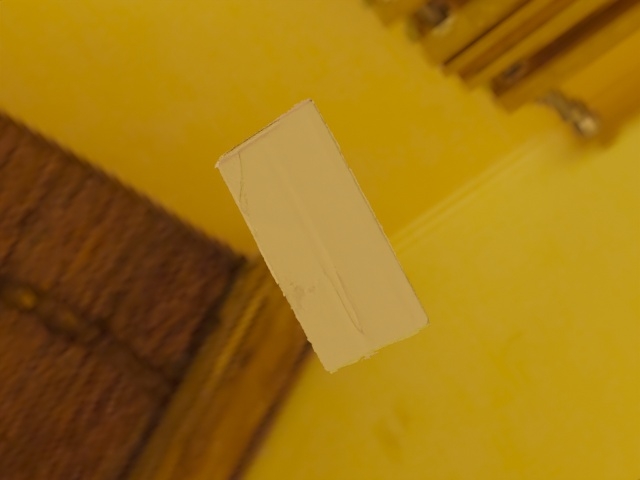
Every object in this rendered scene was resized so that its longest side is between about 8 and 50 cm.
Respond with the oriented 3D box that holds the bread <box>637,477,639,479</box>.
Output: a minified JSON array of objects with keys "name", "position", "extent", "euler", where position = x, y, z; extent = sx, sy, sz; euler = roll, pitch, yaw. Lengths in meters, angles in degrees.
[{"name":"bread","position":[0.537,0.407,2.350],"extent":[0.333,0.333,0.160],"euler":[25,-95,-36]}]

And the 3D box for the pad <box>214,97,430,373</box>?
[{"name":"pad","position":[0.000,0.000,1.698],"extent":[0.004,0.156,0.232],"euler":[-26,-93,-45]}]
